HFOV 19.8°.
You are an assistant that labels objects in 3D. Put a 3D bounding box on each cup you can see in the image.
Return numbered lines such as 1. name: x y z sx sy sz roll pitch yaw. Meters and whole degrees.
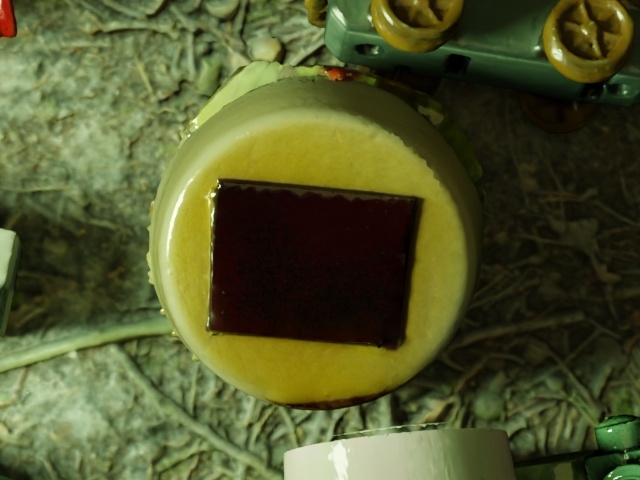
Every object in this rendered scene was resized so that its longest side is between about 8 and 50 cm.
1. cup: 0.077 0.294 1.475 0.253 0.253 0.274 -3 78 -4

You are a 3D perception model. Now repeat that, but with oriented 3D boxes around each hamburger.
1. hamburger: 0.000 0.000 1.513 0.302 0.170 0.302 0 104 -1

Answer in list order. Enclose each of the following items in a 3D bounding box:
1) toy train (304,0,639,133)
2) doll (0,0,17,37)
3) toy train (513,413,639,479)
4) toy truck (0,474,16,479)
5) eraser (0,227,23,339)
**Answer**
1. toy train: 0.170 -0.226 1.557 0.369 0.163 0.232 9 72 -2
2. doll: -0.444 -0.168 1.502 0.383 0.188 0.099 -16 114 -11
3. toy train: 0.251 0.303 1.547 0.189 0.126 0.308 -14 86 34
4. toy truck: -0.278 0.230 1.509 0.191 0.116 0.085 19 86 -1
5. eraser: -0.457 -0.001 1.527 0.403 0.096 0.098 12 84 -2
